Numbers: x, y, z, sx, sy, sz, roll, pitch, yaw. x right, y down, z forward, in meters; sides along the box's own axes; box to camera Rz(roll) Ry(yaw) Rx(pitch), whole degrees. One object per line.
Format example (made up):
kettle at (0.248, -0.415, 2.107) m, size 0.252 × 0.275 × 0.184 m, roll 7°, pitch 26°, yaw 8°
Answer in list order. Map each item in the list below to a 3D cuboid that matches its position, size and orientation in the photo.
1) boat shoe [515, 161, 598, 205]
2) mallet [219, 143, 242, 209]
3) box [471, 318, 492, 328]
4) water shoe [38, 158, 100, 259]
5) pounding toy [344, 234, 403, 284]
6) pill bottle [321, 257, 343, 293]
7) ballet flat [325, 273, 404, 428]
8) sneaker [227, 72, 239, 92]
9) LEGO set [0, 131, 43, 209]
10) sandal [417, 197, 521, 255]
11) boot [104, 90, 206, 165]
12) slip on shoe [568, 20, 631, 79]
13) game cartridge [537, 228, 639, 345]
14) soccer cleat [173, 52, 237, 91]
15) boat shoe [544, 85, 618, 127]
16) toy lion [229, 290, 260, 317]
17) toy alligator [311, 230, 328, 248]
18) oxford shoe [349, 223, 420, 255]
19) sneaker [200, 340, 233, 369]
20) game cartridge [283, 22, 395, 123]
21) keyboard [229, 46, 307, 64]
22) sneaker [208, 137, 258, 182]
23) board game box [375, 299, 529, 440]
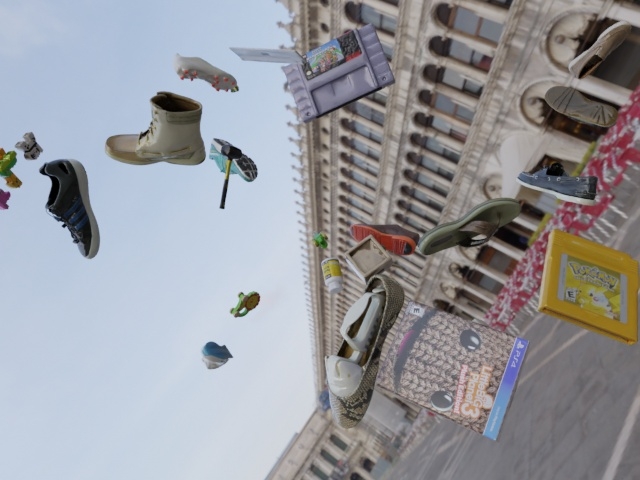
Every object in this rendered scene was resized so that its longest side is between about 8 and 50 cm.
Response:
boat shoe at (0.840, -0.220, 1.663) m, size 0.340 × 0.127 × 0.112 m, roll -123°, pitch 40°, yaw -66°
mallet at (-0.269, -0.186, 1.376) m, size 0.062 × 0.039 × 0.189 m, roll -12°, pitch -68°, yaw -60°
box at (0.464, 0.388, 1.544) m, size 0.275 × 0.094 × 0.113 m, roll -52°, pitch -34°, yaw 13°
water shoe at (-0.495, -0.056, 0.913) m, size 0.080 × 0.073 × 0.202 m, roll -19°, pitch -74°, yaw -48°
pounding toy at (0.177, 0.067, 1.536) m, size 0.141 × 0.130 × 0.100 m, roll -35°, pitch -25°, yaw -7°
pill bottle at (0.044, 0.123, 1.624) m, size 0.065 × 0.116 × 0.065 m, roll -9°, pitch -31°, yaw -6°
ballet flat at (0.111, 0.321, 1.429) m, size 0.182 × 0.164 × 0.482 m, roll 36°, pitch -107°, yaw -44°
sneaker at (-0.337, -0.579, 1.722) m, size 0.083 × 0.035 × 0.031 m, roll 52°, pitch -147°, yaw -34°
LEGO set at (-0.749, -0.151, 1.117) m, size 0.093 × 0.087 × 0.227 m, roll 70°, pitch -160°, yaw -45°
sandal at (0.425, -0.019, 1.313) m, size 0.303 × 0.086 × 0.120 m, roll -27°, pitch -41°, yaw 4°
boot at (-0.353, -0.235, 0.984) m, size 0.165 × 0.214 × 0.077 m, roll 108°, pitch 160°, yaw -56°
slip on shoe at (0.603, -0.405, 1.003) m, size 0.135 × 0.052 × 0.041 m, roll -39°, pitch 39°, yaw 40°
game cartridge at (0.852, 0.135, 1.474) m, size 0.052 × 0.286 × 0.323 m, roll 98°, pitch -165°, yaw -57°
soccer cleat at (-0.322, -0.479, 1.321) m, size 0.196 × 0.076 × 0.068 m, roll 0°, pitch -24°, yaw -46°
boat shoe at (0.539, -0.272, 0.971) m, size 0.056 × 0.152 × 0.049 m, roll -53°, pitch -33°, yaw 11°
toy lion at (-0.251, 0.218, 1.597) m, size 0.096 × 0.034 × 0.100 m, roll 22°, pitch -82°, yaw -53°
toy alligator at (0.000, 0.000, 1.765) m, size 0.056 × 0.051 × 0.189 m, roll -39°, pitch 12°, yaw -1°
oxford shoe at (0.243, -0.018, 1.772) m, size 0.098 × 0.272 × 0.096 m, roll -47°, pitch -34°, yaw -42°
sneaker at (-0.401, 0.440, 1.750) m, size 0.092 × 0.087 × 0.228 m, roll -37°, pitch -20°, yaw -6°
game cartridge at (0.060, -0.591, 1.656) m, size 0.356 × 0.229 × 0.068 m, roll -21°, pitch -1°, yaw 15°
keyboard at (-0.163, -0.569, 1.430) m, size 0.072 × 0.256 × 0.014 m, roll 29°, pitch -103°, yaw -61°
sneaker at (-0.357, -0.311, 1.901) m, size 0.107 × 0.275 × 0.109 m, roll -7°, pitch -49°, yaw -52°
board game box at (0.321, 0.311, 1.134) m, size 0.231 × 0.291 × 0.141 m, roll -66°, pitch -30°, yaw -13°
